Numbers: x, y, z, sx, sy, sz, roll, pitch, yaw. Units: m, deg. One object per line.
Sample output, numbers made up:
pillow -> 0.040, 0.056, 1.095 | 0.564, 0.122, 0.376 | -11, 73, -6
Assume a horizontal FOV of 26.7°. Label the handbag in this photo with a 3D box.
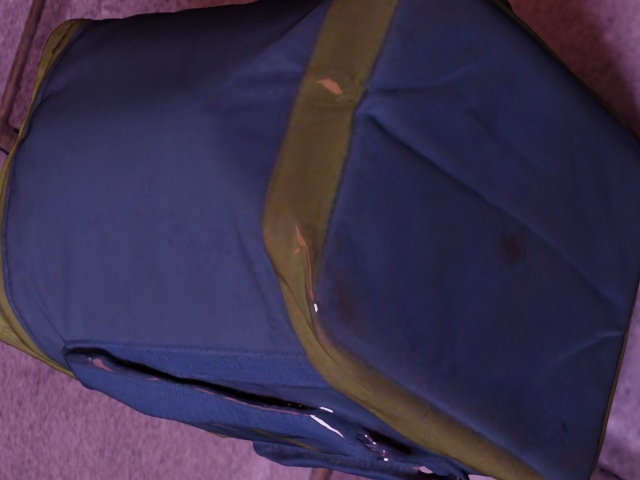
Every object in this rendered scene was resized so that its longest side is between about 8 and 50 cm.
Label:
handbag -> 0.000, 0.000, 0.656 | 0.241, 0.263, 0.222 | -4, 66, 45
